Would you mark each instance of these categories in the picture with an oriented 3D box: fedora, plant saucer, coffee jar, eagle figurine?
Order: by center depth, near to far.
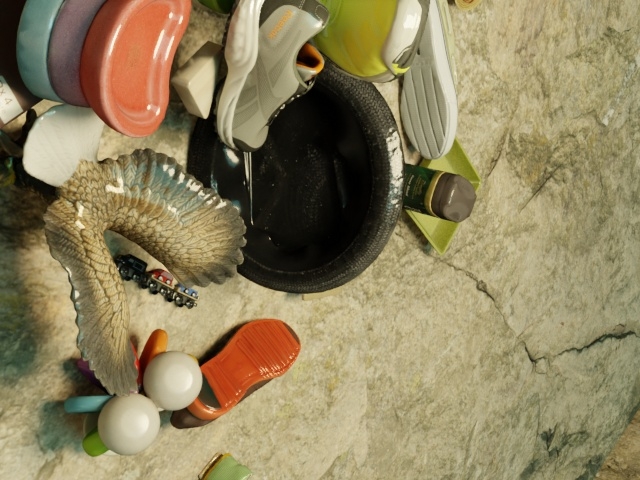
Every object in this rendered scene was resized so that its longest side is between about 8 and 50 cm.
[{"bbox_3d":[-0.239,-0.008,0.867,0.226,0.298,0.225,-44,-174,15],"label":"eagle figurine"},{"bbox_3d":[-0.023,-0.100,1.090,0.152,0.334,0.334,-49,145,-71],"label":"fedora"},{"bbox_3d":[0.173,-0.088,1.332,0.096,0.184,0.079,20,88,-50],"label":"coffee jar"},{"bbox_3d":[0.228,-0.094,1.503,0.188,0.045,0.188,-60,138,-15],"label":"plant saucer"}]

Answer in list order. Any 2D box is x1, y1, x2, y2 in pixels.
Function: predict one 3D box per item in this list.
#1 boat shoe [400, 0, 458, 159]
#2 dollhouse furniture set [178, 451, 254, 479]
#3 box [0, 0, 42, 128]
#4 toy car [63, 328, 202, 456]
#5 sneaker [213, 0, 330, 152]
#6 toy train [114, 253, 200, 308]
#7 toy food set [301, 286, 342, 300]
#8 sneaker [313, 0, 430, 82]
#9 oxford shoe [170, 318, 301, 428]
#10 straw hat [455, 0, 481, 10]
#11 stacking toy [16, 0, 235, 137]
[{"bbox_3d":[0.202,-0.294,1.353,0.094,0.109,0.302,-32,123,-40],"label":"boat shoe"},{"bbox_3d":[-0.183,0.387,1.188,0.152,0.076,0.059,-48,136,-25],"label":"dollhouse furniture set"},{"bbox_3d":[-0.346,-0.213,0.730,0.381,0.143,0.191,-48,135,-29],"label":"box"},{"bbox_3d":[-0.253,0.191,1.002,0.136,0.159,0.182,49,62,-8],"label":"toy car"},{"bbox_3d":[-0.058,-0.182,0.883,0.271,0.108,0.100,112,-4,-61],"label":"sneaker"},{"bbox_3d":[-0.222,0.056,1.059,0.158,0.027,0.036,37,65,-48],"label":"toy train"},{"bbox_3d":[0.000,0.000,1.290,0.132,0.038,0.192,-2,100,-56],"label":"toy food set"},{"bbox_3d":[-0.012,-0.284,0.915,0.147,0.384,0.145,4,110,-31],"label":"sneaker"},{"bbox_3d":[-0.131,0.201,1.188,0.098,0.097,0.271,-43,170,36],"label":"oxford shoe"},{"bbox_3d":[0.259,-0.492,1.378,0.144,0.061,0.144,-33,143,-29],"label":"straw hat"},{"bbox_3d":[-0.177,-0.265,0.755,0.279,0.130,0.309,-14,124,-78],"label":"stacking toy"}]
